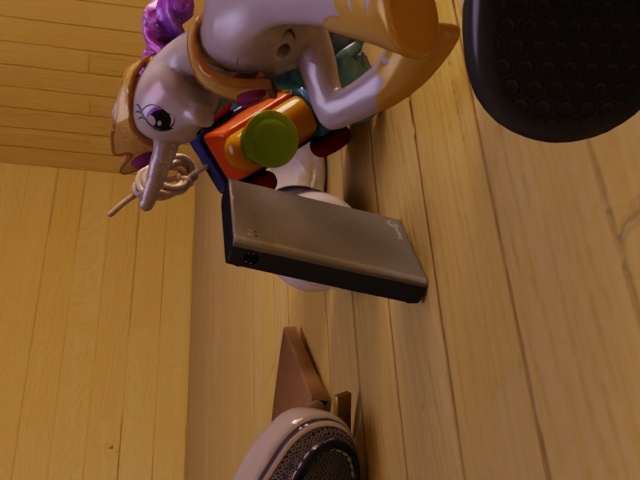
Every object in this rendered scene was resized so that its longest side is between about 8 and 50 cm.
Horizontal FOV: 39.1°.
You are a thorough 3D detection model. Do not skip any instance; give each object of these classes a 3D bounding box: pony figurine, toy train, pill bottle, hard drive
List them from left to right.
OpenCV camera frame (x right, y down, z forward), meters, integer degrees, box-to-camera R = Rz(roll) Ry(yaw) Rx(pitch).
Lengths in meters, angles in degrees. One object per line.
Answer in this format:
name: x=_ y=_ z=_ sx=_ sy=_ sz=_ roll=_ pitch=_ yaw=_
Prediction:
pony figurine: x=-0.057 y=-0.217 z=0.622 sx=0.363 sy=0.303 sz=0.351 roll=-13 pitch=80 yaw=49
toy train: x=-0.066 y=-0.080 z=0.784 sx=0.105 sy=0.248 sz=0.143 roll=60 pitch=164 yaw=-13
pill bottle: x=-0.010 y=-0.002 z=0.800 sx=0.160 sy=0.087 sz=0.087 roll=-145 pitch=60 yaw=-77
hard drive: x=0.000 y=0.000 z=0.627 sx=0.094 sy=0.135 sz=0.022 roll=-105 pitch=32 yaw=-60

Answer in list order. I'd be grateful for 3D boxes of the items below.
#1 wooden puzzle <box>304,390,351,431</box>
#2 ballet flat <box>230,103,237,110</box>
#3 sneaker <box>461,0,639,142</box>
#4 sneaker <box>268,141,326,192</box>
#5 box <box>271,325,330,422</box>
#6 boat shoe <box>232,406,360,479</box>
wooden puzzle: x=-0.017 y=0.175 z=0.737 sx=0.014 sy=0.116 sz=0.078 roll=15 pitch=121 yaw=46
ballet flat: x=-0.024 y=-0.267 z=0.935 sx=0.147 sy=0.147 sz=0.409 roll=-99 pitch=23 yaw=-50
sneaker: x=0.095 y=-0.170 z=0.353 sx=0.145 sy=0.090 sz=0.270 roll=-153 pitch=71 yaw=-79
sneaker: x=-0.045 y=-0.053 z=0.977 sx=0.212 sy=0.094 sz=0.080 roll=-97 pitch=15 yaw=-47
box: x=-0.027 y=0.203 z=0.969 sx=0.201 sy=0.021 sz=0.164 roll=-123 pitch=39 yaw=-72
boat shoe: x=-0.004 y=0.300 z=0.645 sx=0.158 sy=0.127 sz=0.340 roll=4 pitch=79 yaw=51
